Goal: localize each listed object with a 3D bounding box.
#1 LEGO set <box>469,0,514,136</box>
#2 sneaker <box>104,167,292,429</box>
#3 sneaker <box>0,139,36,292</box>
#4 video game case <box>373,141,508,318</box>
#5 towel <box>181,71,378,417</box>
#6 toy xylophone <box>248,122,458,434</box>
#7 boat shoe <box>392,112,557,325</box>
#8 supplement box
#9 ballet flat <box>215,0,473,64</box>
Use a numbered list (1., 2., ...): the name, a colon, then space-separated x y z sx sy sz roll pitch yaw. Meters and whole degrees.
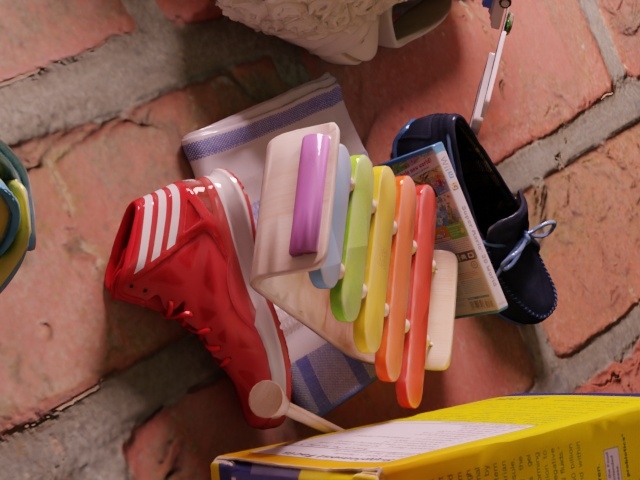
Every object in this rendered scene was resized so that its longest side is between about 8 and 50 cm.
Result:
1. LEGO set: 0.171 -0.231 1.317 0.060 0.182 0.244 14 80 4
2. sneaker: -0.107 0.061 1.047 0.128 0.087 0.221 -16 93 -23
3. sneaker: -0.250 -0.065 0.839 0.127 0.208 0.319 20 63 -37
4. video game case: 0.111 -0.004 1.227 0.015 0.119 0.166 -25 94 -29
5. towel: 0.000 0.000 1.181 0.209 0.034 0.285 -27 96 -44
6. toy xylophone: 0.027 0.045 1.061 0.323 0.081 0.236 26 64 -63
7. boat shoe: 0.170 -0.015 1.308 0.258 0.089 0.109 49 49 -21
8. supplement box: 0.118 0.241 1.023 0.357 0.194 0.195 -4 88 -41
9. ballet flat: 0.053 -0.243 1.250 0.409 0.147 0.147 -30 98 -45
